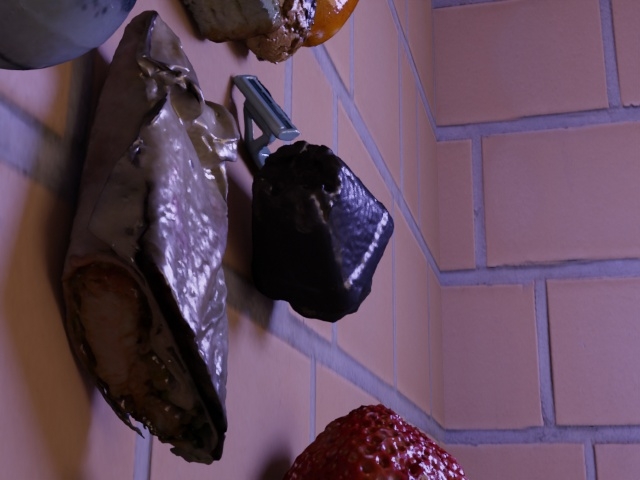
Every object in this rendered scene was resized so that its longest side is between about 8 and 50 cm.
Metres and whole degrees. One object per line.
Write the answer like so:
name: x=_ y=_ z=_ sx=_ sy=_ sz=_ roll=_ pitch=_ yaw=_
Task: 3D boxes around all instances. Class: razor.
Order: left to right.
razor: x=-0.055 y=-0.086 z=1.188 sx=0.111 sy=0.056 sz=0.278 roll=53 pitch=-11 yaw=31

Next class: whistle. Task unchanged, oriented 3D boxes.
whistle: x=-0.165 y=-0.175 z=0.557 sx=0.289 sy=0.163 sz=0.164 roll=-7 pitch=93 yaw=-75

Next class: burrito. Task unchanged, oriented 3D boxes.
burrito: x=-0.134 y=-0.008 z=0.745 sx=0.175 sy=0.107 sz=0.348 roll=35 pitch=49 yaw=-53

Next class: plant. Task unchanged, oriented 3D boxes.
plant: x=0.000 y=0.000 z=1.115 sx=0.164 sy=0.141 sz=0.256 roll=-62 pitch=154 yaw=-29

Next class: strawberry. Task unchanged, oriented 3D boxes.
strawberry: x=0.059 y=0.330 z=1.140 sx=0.250 sy=0.238 sz=0.288 roll=49 pitch=24 yaw=-35

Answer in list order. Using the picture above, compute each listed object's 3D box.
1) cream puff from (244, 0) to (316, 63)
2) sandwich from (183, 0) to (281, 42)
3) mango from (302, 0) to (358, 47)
cream puff: x=-0.056 y=-0.282 z=1.128 sx=0.119 sy=0.104 sz=0.133 roll=-68 pitch=152 yaw=-74
sandwich: x=-0.117 y=-0.339 z=0.895 sx=0.254 sy=0.099 sz=0.289 roll=-62 pitch=146 yaw=-75
mango: x=-0.009 y=-0.387 z=1.260 sx=0.126 sy=0.153 sz=0.252 roll=61 pitch=41 yaw=-75
